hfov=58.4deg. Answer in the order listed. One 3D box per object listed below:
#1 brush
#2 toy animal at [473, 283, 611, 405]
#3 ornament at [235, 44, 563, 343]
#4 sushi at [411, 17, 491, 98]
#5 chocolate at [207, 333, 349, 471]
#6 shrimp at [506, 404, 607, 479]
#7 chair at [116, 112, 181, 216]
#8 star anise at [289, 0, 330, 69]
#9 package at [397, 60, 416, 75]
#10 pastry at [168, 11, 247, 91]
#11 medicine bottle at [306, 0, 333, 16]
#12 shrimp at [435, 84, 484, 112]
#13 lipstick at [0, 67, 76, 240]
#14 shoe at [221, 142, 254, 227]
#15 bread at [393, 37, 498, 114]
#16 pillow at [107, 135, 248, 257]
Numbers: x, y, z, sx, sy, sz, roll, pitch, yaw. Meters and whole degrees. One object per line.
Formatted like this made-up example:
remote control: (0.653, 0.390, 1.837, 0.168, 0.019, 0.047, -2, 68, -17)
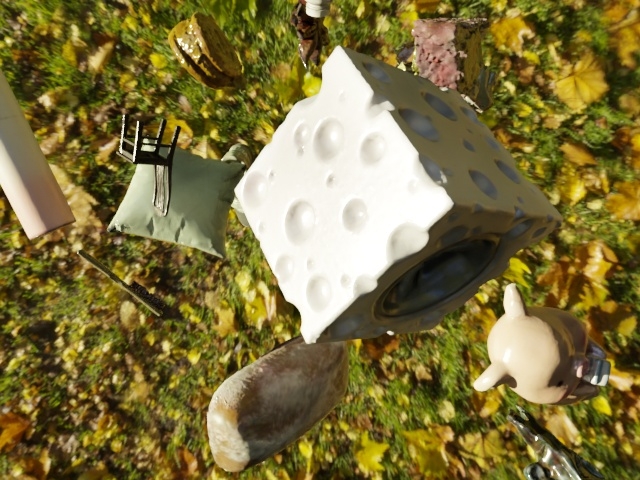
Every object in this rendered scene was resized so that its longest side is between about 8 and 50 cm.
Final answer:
brush: (-0.477, 0.097, 1.386, 0.248, 0.043, 0.036, 40, 70, -9)
toy animal: (0.417, 0.219, 1.058, 0.213, 0.256, 0.194, 16, 80, 25)
ornament: (0.085, -0.042, 0.696, 0.240, 0.239, 0.239, -48, 57, 32)
sushi: (0.209, -0.288, 0.959, 0.108, 0.241, 0.161, 11, 115, 22)
chocolate: (-0.053, 0.281, 1.014, 0.303, 0.101, 0.185, -26, 122, -39)
shrimp: (0.402, 0.286, 0.574, 0.445, 0.085, 0.272, 32, 75, 25)
chair: (-0.374, -0.154, 1.225, 0.102, 0.084, 0.212, 0, 111, -42)
star anise: (-0.044, -0.616, 1.620, 0.103, 0.272, 0.271, 6, 99, 17)
package: (0.230, -0.447, 1.566, 0.031, 0.108, 0.120, 53, 134, 16)
pastry: (-0.345, -0.563, 1.736, 0.132, 0.235, 0.240, -27, 55, 17)
medicine bottle: (-0.002, -0.629, 1.406, 0.079, 0.079, 0.140, 2, 132, -2)
shrimp: (0.196, -0.203, 0.823, 0.093, 0.038, 0.029, 11, 102, -5)
lipstick: (-0.546, -0.165, 1.012, 0.087, 0.087, 0.326, -22, 99, 1)
shoe: (-0.274, -0.168, 1.906, 0.109, 0.149, 0.292, -1, 108, 17)
bread: (0.383, -0.486, 1.734, 0.279, 0.225, 0.250, -20, 71, 3)
pillow: (-0.379, -0.121, 1.571, 0.310, 0.119, 0.312, 16, 62, -12)
